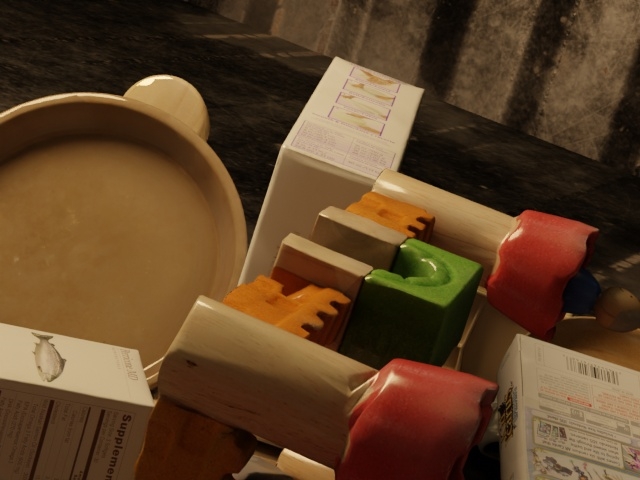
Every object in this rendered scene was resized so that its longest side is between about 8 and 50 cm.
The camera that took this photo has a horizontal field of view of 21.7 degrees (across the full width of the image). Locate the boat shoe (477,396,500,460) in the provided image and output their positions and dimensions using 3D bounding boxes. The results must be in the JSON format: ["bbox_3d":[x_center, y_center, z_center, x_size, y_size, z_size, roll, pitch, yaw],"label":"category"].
[{"bbox_3d":[0.225,0.191,1.524,0.184,0.066,0.063,21,43,-18],"label":"boat shoe"}]

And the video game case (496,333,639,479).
[{"bbox_3d":[0.279,0.207,1.374,0.269,0.061,0.244,18,32,-7],"label":"video game case"}]

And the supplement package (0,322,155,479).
[{"bbox_3d":[-0.220,0.125,1.175,0.179,0.105,0.105,13,15,-18],"label":"supplement package"}]

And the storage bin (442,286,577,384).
[{"bbox_3d":[0.129,0.064,1.738,0.260,0.123,0.262,21,15,11],"label":"storage bin"}]

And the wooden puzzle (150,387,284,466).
[{"bbox_3d":[-0.036,0.162,1.379,0.221,0.044,0.239,16,20,-7],"label":"wooden puzzle"}]

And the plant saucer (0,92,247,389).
[{"bbox_3d":[-0.199,0.008,1.396,0.277,0.278,0.041,18,-20,4],"label":"plant saucer"}]

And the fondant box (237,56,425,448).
[{"bbox_3d":[0.000,0.000,1.420,0.096,0.238,0.330,18,20,0],"label":"fondant box"}]

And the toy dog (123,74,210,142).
[{"bbox_3d":[-0.228,-0.018,1.533,0.220,0.333,0.161,22,47,-66],"label":"toy dog"}]

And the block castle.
[{"bbox_3d":[0.044,0.151,1.005,0.212,0.303,0.453,22,17,11],"label":"block castle"}]

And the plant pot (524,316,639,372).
[{"bbox_3d":[0.269,0.169,1.502,0.236,0.032,0.236,12,45,-13],"label":"plant pot"}]
